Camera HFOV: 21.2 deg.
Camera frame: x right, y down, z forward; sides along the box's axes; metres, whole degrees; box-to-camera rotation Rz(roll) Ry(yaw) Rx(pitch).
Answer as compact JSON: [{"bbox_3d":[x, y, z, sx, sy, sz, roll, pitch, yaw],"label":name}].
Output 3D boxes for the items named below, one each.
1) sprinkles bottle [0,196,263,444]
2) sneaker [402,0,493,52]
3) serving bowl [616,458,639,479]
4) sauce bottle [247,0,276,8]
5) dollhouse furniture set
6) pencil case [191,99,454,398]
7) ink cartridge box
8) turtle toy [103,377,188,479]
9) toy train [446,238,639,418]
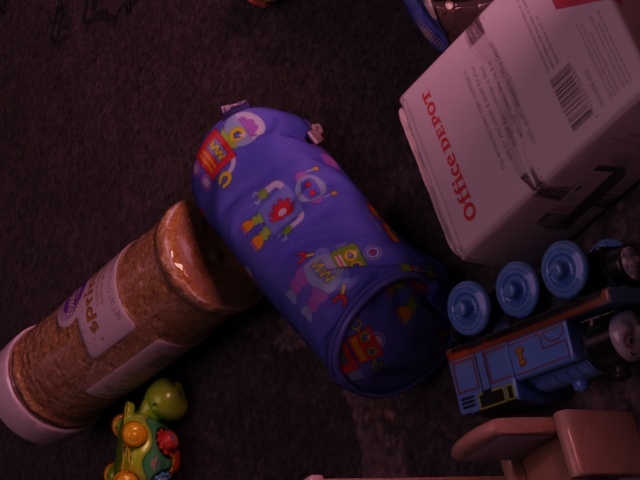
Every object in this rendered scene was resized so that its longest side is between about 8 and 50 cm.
[{"bbox_3d":[-0.194,0.085,1.677,0.355,0.121,0.121,-36,56,43],"label":"sprinkles bottle"},{"bbox_3d":[0.071,-0.269,1.430,0.147,0.130,0.330,117,144,-44],"label":"sneaker"},{"bbox_3d":[0.237,0.191,1.183,0.083,0.027,0.083,-8,80,58],"label":"serving bowl"},{"bbox_3d":[-0.030,-0.275,1.600,0.128,0.042,0.042,-53,46,35],"label":"sauce bottle"},{"bbox_3d":[0.097,0.309,1.181,0.286,0.198,0.303,-43,53,48],"label":"dollhouse furniture set"},{"bbox_3d":[0.000,0.000,1.452,0.133,0.119,0.306,-43,45,3],"label":"pencil case"},{"bbox_3d":[0.172,-0.102,1.272,0.218,0.092,0.158,-43,52,36],"label":"ink cartridge box"},{"bbox_3d":[-0.168,0.197,1.669,0.095,0.066,0.130,-175,96,-76],"label":"turtle toy"},{"bbox_3d":[0.170,0.065,1.261,0.184,0.080,0.105,-26,73,44],"label":"toy train"}]
